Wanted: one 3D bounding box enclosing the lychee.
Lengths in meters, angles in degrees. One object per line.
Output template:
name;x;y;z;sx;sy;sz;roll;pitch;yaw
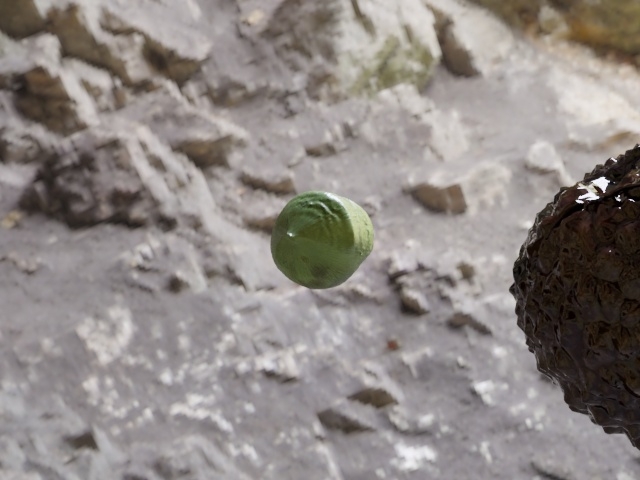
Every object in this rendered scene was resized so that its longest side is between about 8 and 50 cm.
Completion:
lychee;0.200;0.032;0.712;0.188;0.188;0.188;-18;24;8

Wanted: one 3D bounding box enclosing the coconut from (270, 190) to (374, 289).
coconut;0.000;0.000;1.096;0.088;0.087;0.096;-4;-3;34
